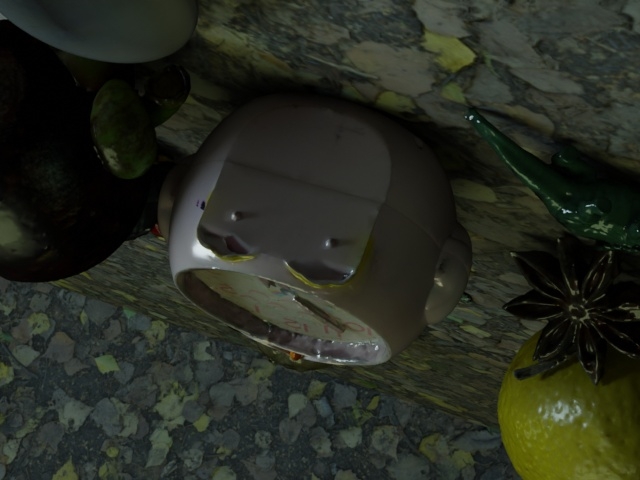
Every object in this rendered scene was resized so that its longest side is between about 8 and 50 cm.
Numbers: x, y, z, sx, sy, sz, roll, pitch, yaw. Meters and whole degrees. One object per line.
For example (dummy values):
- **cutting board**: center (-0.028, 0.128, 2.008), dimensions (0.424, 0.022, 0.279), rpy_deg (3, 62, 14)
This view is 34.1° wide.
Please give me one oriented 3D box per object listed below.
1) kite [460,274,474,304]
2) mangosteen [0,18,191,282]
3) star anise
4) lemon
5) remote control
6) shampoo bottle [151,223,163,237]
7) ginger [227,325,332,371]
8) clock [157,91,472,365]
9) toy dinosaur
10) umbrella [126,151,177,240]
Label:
- **kite**: center (0.133, 0.043, 1.694), dimensions (0.268, 0.013, 0.323), rpy_deg (5, 162, 47)
- **mangosteen**: center (-0.304, -0.117, 1.198), dimensions (0.360, 0.306, 0.306), rpy_deg (-25, 157, 4)
- **star anise**: center (0.332, 0.092, 1.345), dimensions (0.230, 0.081, 0.262), rpy_deg (34, 134, 11)
- **lemon**: center (0.417, 0.251, 1.494), dimensions (0.336, 0.336, 0.336), rpy_deg (18, 165, 5)
- **remote control**: center (-0.241, -0.257, 0.910), dimensions (0.221, 0.103, 0.332), rpy_deg (5, 161, 27)
- **shampoo bottle**: center (-0.137, -0.015, 1.704), dimensions (0.314, 0.076, 0.118), rpy_deg (13, 159, 24)
- **ginger**: center (-0.093, 0.132, 2.005), dimensions (0.256, 0.176, 0.375), rpy_deg (28, 173, 39)
- **clock**: center (0.000, 0.000, 1.249), dimensions (0.368, 0.250, 0.376), rpy_deg (16, 159, 11)
- **toy dinosaur**: center (0.278, -0.047, 1.061), dimensions (0.292, 0.079, 0.120), rpy_deg (30, 160, -25)
- **umbrella**: center (-0.358, -0.048, 1.491), dimensions (0.128, 0.337, 0.154), rpy_deg (43, 143, 43)
